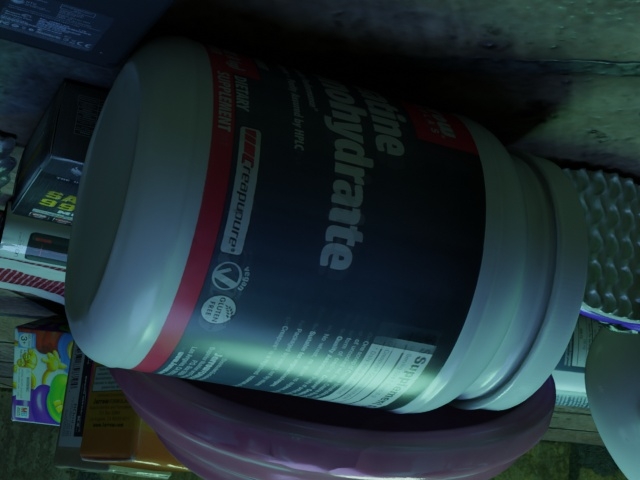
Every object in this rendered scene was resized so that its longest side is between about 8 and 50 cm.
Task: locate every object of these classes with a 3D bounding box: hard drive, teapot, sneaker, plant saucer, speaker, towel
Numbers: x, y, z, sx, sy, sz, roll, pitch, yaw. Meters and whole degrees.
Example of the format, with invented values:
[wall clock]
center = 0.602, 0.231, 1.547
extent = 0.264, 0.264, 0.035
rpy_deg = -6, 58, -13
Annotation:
[hard drive]
center = -0.128, -0.128, 0.551
extent = 0.094, 0.022, 0.135
rpy_deg = 13, 165, -24
[teapot]
center = 0.384, 0.130, 0.988
extent = 0.252, 0.256, 0.187
rpy_deg = 31, 129, -16
[sneaker]
center = 0.231, 0.027, 0.834
extent = 0.293, 0.102, 0.146
rpy_deg = 13, 165, -25
[plant saucer]
center = 0.004, 0.108, 0.814
extent = 0.332, 0.084, 0.332
rpy_deg = 9, -165, -2
[speaker]
center = -0.241, 0.001, 1.051
extent = 0.136, 0.055, 0.055
rpy_deg = 12, 165, -20
[towel]
center = -0.328, 0.031, 1.249
extent = 0.237, 0.037, 0.329
rpy_deg = 16, 163, -29

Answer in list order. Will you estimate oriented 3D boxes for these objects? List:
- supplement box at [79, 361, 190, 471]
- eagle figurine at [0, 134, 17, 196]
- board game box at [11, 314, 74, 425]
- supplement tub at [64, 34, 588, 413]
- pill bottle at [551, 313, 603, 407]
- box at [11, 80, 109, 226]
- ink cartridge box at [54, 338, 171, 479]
[supplement box]
center = -0.139, 0.077, 0.937
extent = 0.080, 0.233, 0.078
rpy_deg = -11, 157, 42
[eagle figurine]
center = -0.402, -0.022, 0.776
extent = 0.298, 0.226, 0.225
rpy_deg = 10, 146, 6
[board game box]
center = -0.293, 0.196, 1.598
extent = 0.275, 0.142, 0.144
rpy_deg = 4, -175, 11
[supplement tub]
center = 0.000, 0.000, 0.654
extent = 0.272, 0.191, 0.191
rpy_deg = 12, 165, -22
[pill bottle]
center = 0.284, 0.130, 1.205
extent = 0.180, 0.108, 0.108
rpy_deg = 6, 166, 6
[box]
center = -0.102, -0.040, 0.820
extent = 0.231, 0.056, 0.183
rpy_deg = 12, 165, -22
[ink cartridge box]
center = -0.256, 0.183, 1.401
extent = 0.088, 0.235, 0.193
rpy_deg = 14, 163, -30
